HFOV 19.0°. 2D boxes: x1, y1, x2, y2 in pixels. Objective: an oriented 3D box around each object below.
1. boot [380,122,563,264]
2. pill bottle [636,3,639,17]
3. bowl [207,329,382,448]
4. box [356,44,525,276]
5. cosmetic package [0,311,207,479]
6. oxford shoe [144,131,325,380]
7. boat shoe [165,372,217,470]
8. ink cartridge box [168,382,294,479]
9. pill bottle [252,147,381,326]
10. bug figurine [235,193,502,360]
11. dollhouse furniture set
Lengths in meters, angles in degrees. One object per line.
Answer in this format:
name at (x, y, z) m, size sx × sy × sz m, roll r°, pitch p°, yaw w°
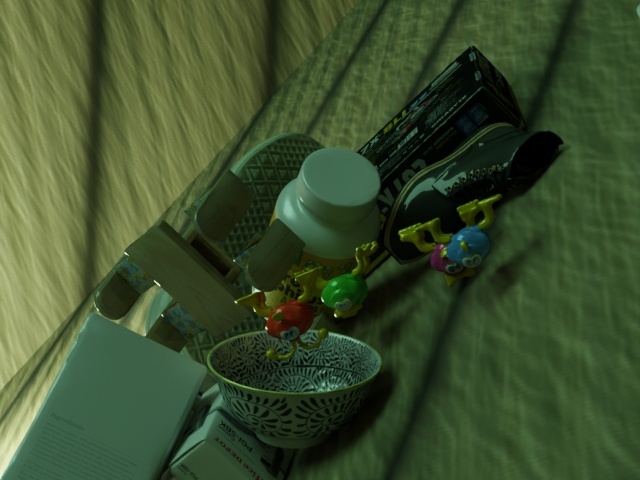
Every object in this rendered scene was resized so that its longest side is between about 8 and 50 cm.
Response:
boot at (0.158, -0.054, 2.028) m, size 0.198 × 0.077 × 0.137 m, roll -49°, pitch 17°, yaw -11°
pill bottle at (0.380, -0.246, 1.910) m, size 0.120 × 0.067 × 0.067 m, roll -41°, pitch 12°, yaw 19°
bowl at (-0.025, 0.151, 1.854) m, size 0.170 × 0.080 × 0.170 m, roll 1°, pitch 17°, yaw 0°
box at (0.099, -0.082, 2.322) m, size 0.322 × 0.079 × 0.257 m, roll -43°, pitch 10°, yaw 12°
cosmetic package at (-0.233, 0.232, 1.917) m, size 0.224 × 0.138 × 0.224 m, roll 118°, pitch 176°, yaw -58°
oxford shoe at (-0.104, 0.024, 2.467) m, size 0.130 × 0.169 × 0.449 m, roll -36°, pitch 20°, yaw 47°
boat shoe at (-0.214, 0.250, 2.256) m, size 0.302 × 0.109 × 0.094 m, roll -47°, pitch 22°, yaw 44°
ink cartridge box at (-0.082, 0.205, 1.885) m, size 0.056 × 0.099 × 0.135 m, roll -40°, pitch 13°, yaw 27°
pill bottle at (0.000, 0.000, 2.091) m, size 0.117 × 0.118 × 0.208 m, roll -56°, pitch -10°, yaw -42°
bug figurine at (0.067, 0.034, 1.882) m, size 0.279 × 0.072 × 0.216 m, roll -23°, pitch 1°, yaw 14°
dollhouse furniture set at (-0.112, 0.091, 2.032) m, size 0.212 × 0.242 × 0.161 m, roll -35°, pitch 16°, yaw 45°
